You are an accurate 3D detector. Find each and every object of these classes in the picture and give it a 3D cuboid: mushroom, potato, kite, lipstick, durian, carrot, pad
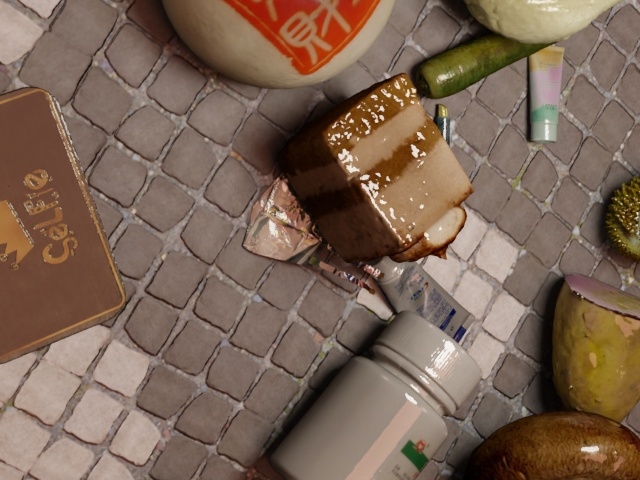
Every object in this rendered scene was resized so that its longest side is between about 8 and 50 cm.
[{"bbox_3d":[0.413,0.429,1.943,0.345,0.239,0.345,1,110,2],"label":"mushroom"},{"bbox_3d":[0.508,0.220,2.006,0.229,0.229,0.266,8,106,-27],"label":"potato"},{"bbox_3d":[0.000,0.000,1.791,0.245,0.015,0.141,29,89,-7],"label":"kite"},{"bbox_3d":[0.210,-0.177,1.891,0.037,0.037,0.116,0,94,-26],"label":"lipstick"},{"bbox_3d":[0.632,-0.047,2.059,0.237,0.138,0.193,9,89,-26],"label":"durian"},{"bbox_3d":[0.319,-0.331,1.899,0.358,0.074,0.074,-25,108,-21],"label":"carrot"},{"bbox_3d":[-0.406,-0.028,1.597,0.315,0.063,0.375,-24,108,-21],"label":"pad"}]

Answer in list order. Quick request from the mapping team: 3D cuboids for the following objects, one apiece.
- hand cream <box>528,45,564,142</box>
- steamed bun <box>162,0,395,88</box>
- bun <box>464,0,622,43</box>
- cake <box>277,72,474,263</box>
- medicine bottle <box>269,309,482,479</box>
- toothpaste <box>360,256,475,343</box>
[{"bbox_3d":[0.399,-0.262,1.968,0.076,0.047,0.174,3,89,-21],"label":"hand cream"},{"bbox_3d":[-0.045,-0.404,1.619,0.374,0.241,0.374,-6,103,-28],"label":"steamed bun"},{"bbox_3d":[0.357,-0.502,1.803,0.349,0.227,0.352,-8,104,-25],"label":"bun"},{"bbox_3d":[0.100,-0.087,1.723,0.196,0.199,0.293,-40,99,-28],"label":"cake"},{"bbox_3d":[0.097,0.297,1.809,0.339,0.208,0.208,-49,115,-11],"label":"medicine bottle"},{"bbox_3d":[0.169,0.099,1.908,0.266,0.061,0.096,43,77,-32],"label":"toothpaste"}]
